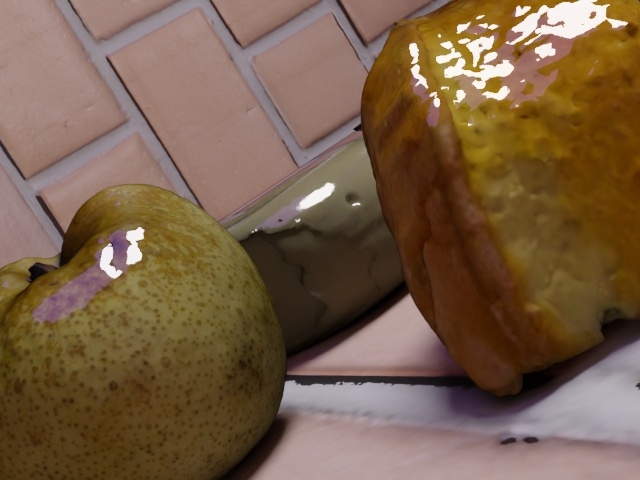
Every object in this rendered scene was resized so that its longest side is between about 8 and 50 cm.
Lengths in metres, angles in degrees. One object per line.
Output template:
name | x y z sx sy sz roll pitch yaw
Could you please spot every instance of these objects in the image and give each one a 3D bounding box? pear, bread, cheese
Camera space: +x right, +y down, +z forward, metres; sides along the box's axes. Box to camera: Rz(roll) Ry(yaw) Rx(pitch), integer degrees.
pear | -0.100 0.060 0.517 0.167 0.136 0.167 -26 25 14
bread | 0.093 -0.044 0.461 0.143 0.139 0.229 -23 9 9
cheese | 0.000 0.000 0.706 0.175 0.091 0.202 -29 6 29

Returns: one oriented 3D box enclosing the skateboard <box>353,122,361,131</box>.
skateboard | 0.044 -0.074 1.067 0.151 0.080 0.067 -32 0 -15
